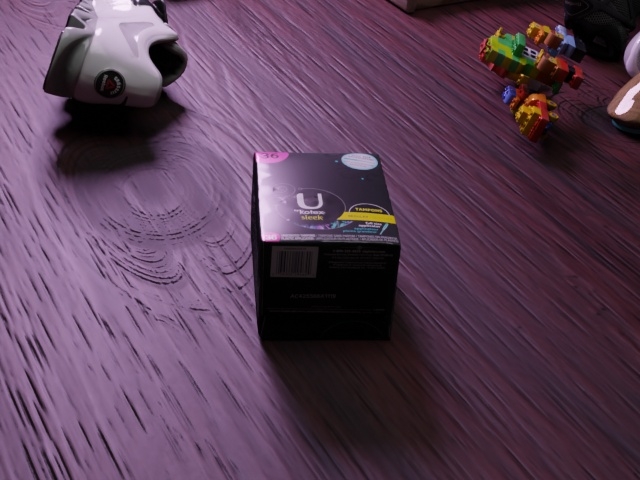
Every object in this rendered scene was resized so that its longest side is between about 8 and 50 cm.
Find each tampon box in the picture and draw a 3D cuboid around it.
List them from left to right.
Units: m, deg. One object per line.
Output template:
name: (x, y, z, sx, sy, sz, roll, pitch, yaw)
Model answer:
tampon box: (0.000, 0.000, 1.024, 0.120, 0.101, 0.161, 1, 33, -7)

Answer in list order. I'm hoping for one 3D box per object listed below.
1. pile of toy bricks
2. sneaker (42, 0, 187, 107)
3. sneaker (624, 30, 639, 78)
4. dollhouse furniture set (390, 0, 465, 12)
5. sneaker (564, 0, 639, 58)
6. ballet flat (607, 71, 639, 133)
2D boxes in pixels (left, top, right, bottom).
pile of toy bricks: (0.235, -0.212, 1.348, 0.105, 0.118, 0.212, 22, 32, -8)
sneaker: (-0.233, -0.237, 1.372, 0.146, 0.122, 0.330, 17, 30, -13)
sneaker: (0.487, -0.266, 1.523, 0.281, 0.105, 0.115, -28, 11, -34)
dollhouse furniture set: (0.201, -0.558, 1.635, 0.256, 0.394, 0.362, -15, 38, -26)
sneaker: (0.412, -0.323, 1.560, 0.227, 0.130, 0.087, -15, 27, -39)
ballet flat: (0.510, -0.207, 1.378, 0.342, 0.124, 0.116, -5, 35, -13)
